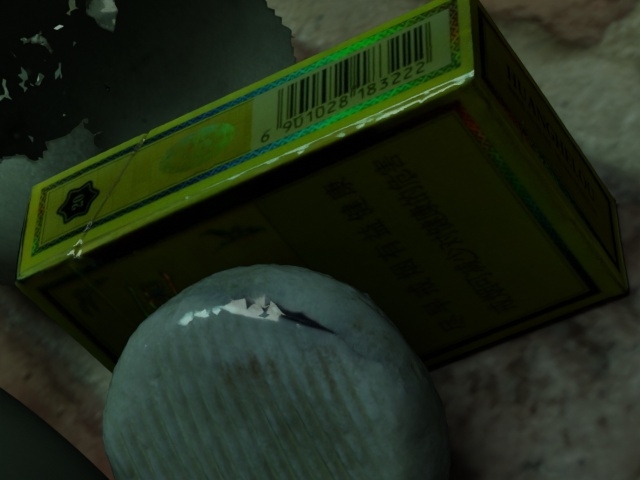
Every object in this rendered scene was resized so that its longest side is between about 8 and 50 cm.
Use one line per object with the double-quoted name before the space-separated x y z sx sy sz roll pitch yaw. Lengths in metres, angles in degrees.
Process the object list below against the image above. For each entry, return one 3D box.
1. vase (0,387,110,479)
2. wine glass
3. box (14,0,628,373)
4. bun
"vase" -0.177 0.097 0.721 0.173 0.173 0.321 -41 45 1
"wine glass" -0.177 -0.054 0.929 0.357 0.190 0.190 -15 44 37
"box" 0.000 0.000 0.752 0.220 0.141 0.064 -21 42 23
"bun" -0.015 0.076 0.714 0.140 0.141 0.083 -25 2 20
